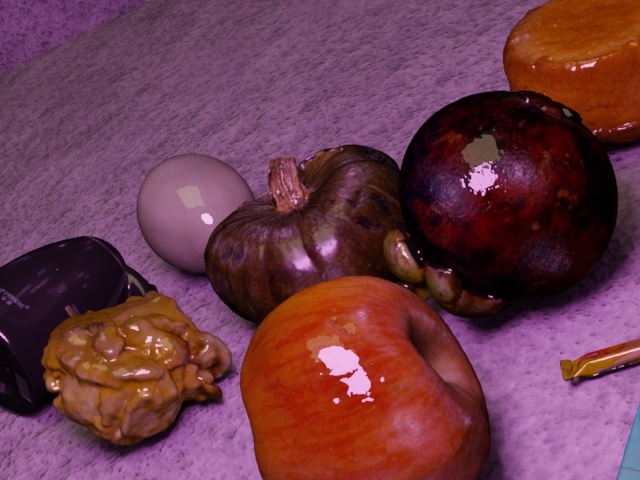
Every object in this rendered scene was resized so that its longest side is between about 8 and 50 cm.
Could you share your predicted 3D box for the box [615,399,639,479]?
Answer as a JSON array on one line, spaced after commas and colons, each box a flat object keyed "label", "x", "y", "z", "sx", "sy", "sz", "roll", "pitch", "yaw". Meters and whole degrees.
[{"label": "box", "x": 0.356, "y": 0.272, "z": 1.211, "sx": 0.161, "sy": 0.042, "sz": 0.226, "roll": 12, "pitch": 56, "yaw": 24}]

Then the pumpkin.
[{"label": "pumpkin", "x": 0.000, "y": 0.000, "z": 1.776, "sx": 0.325, "sy": 0.242, "sz": 0.232, "roll": -36, "pitch": 23, "yaw": -5}]

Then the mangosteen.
[{"label": "mangosteen", "x": 0.228, "y": -0.045, "z": 1.630, "sx": 0.311, "sy": 0.311, "sz": 0.311, "roll": -20, "pitch": 32, "yaw": 13}]

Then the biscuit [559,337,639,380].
[{"label": "biscuit", "x": 0.422, "y": 0.112, "z": 1.481, "sx": 0.292, "sy": 0.026, "sz": 0.048, "roll": -20, "pitch": 13, "yaw": 14}]

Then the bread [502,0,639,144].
[{"label": "bread", "x": 0.414, "y": -0.258, "z": 1.885, "sx": 0.312, "sy": 0.172, "sz": 0.312, "roll": -19, "pitch": 31, "yaw": 12}]

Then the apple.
[{"label": "apple", "x": 0.035, "y": 0.192, "z": 1.433, "sx": 0.301, "sy": 0.301, "sz": 0.301, "roll": -20, "pitch": 32, "yaw": 13}]

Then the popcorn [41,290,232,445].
[{"label": "popcorn", "x": -0.260, "y": 0.185, "z": 1.791, "sx": 0.266, "sy": 0.192, "sz": 0.233, "roll": 4, "pitch": 22, "yaw": 7}]

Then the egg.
[{"label": "egg", "x": -0.199, "y": -0.044, "z": 2.044, "sx": 0.186, "sy": 0.186, "sz": 0.253, "roll": -37, "pitch": 31, "yaw": -14}]

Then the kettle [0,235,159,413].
[{"label": "kettle", "x": -0.398, "y": 0.122, "z": 1.991, "sx": 0.268, "sy": 0.207, "sz": 0.290, "roll": 31, "pitch": 50, "yaw": 23}]
